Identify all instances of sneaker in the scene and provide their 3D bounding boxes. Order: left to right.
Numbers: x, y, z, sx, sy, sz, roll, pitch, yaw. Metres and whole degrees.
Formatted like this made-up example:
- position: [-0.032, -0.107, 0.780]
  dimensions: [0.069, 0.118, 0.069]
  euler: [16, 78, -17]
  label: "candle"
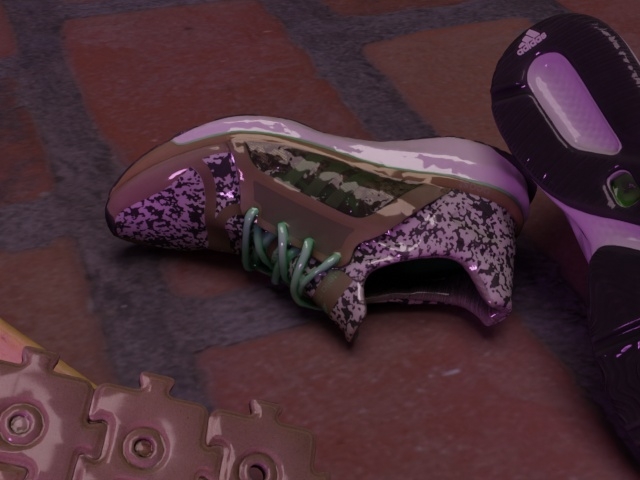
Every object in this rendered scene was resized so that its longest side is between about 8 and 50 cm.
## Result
- position: [0.000, 0.000, 0.824]
  dimensions: [0.410, 0.158, 0.182]
  euler: [1, 52, 2]
  label: "sneaker"
- position: [0.328, 0.018, 0.797]
  dimensions: [0.257, 0.169, 0.447]
  euler: [11, 53, -54]
  label: "sneaker"

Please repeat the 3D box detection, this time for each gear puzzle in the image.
- position: [-0.082, 0.187, 0.596]
  dimensions: [0.339, 0.044, 0.175]
  euler: [16, 57, -14]
  label: "gear puzzle"

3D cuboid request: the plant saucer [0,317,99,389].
- position: [-0.353, 0.163, 0.610]
  dimensions: [0.333, 0.081, 0.333]
  euler: [31, 47, 16]
  label: "plant saucer"
